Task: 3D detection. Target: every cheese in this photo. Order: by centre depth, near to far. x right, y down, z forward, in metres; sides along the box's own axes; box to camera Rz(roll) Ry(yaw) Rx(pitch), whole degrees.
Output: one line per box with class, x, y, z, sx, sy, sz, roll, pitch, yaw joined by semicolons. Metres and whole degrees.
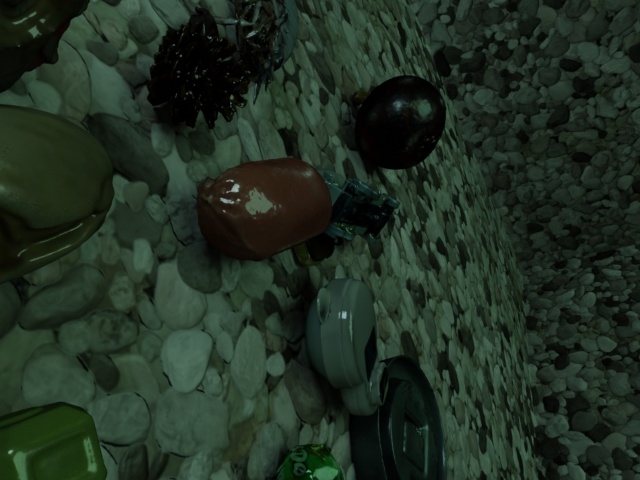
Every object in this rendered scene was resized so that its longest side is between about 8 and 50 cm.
cheese;0.001;0.000;0.934;0.162;0.036;0.086;-7;75;-61

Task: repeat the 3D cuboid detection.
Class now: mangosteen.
mangosteen;0.176;-0.306;1.247;0.261;0.235;0.235;48;18;27

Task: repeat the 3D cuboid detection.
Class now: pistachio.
pistachio;-0.269;-0.036;0.389;0.238;0.153;0.138;-36;147;-58

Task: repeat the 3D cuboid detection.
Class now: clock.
clock;0.159;0.387;0.979;0.319;0.066;0.319;37;44;-48

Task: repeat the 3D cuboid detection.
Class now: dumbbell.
dumbbell;-0.195;0.277;0.371;0.121;0.108;0.302;-11;85;-62

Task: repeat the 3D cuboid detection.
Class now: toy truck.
toy truck;0.042;-0.077;0.961;0.140;0.108;0.256;37;13;25

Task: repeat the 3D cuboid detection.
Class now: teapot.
teapot;-0.183;-0.306;0.768;0.068;0.045;0.100;11;82;-82

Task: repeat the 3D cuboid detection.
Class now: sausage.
sausage;-0.071;-0.046;0.728;0.254;0.148;0.148;-30;102;-55

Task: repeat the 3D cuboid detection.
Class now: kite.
kite;0.178;-0.062;1.310;0.090;0.004;0.122;23;56;-56

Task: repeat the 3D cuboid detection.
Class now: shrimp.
shrimp;-0.101;-0.357;0.864;0.145;0.116;0.343;43;34;-42

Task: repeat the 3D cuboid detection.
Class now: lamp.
lamp;0.039;0.174;0.838;0.179;0.108;0.246;-43;120;-62

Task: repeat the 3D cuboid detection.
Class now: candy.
candy;0.011;0.434;0.706;0.097;0.097;0.323;-33;113;-60

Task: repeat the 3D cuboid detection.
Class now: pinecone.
pinecone;-0.156;-0.209;0.661;0.121;0.140;0.140;25;38;2

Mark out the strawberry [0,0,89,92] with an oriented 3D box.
strawberry;-0.346;-0.261;0.373;0.336;0.149;0.265;53;40;-15
